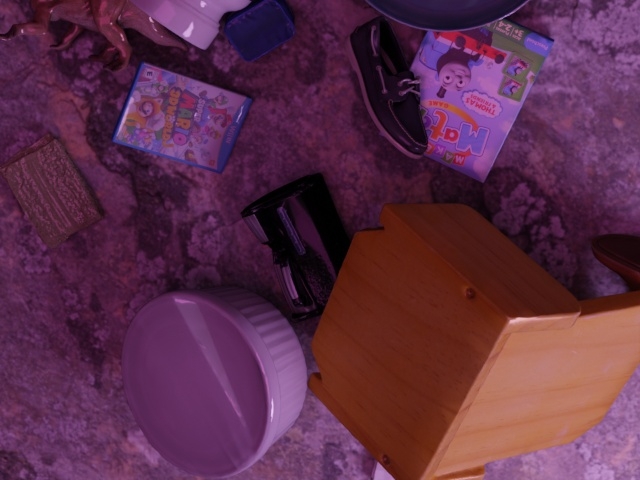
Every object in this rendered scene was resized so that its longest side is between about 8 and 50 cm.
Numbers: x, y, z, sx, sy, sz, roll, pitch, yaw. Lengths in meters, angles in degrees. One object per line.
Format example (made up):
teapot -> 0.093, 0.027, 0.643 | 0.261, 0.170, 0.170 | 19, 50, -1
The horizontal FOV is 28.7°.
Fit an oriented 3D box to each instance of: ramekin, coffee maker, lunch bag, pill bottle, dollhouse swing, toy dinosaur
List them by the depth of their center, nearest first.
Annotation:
pill bottle -> -0.124, -0.396, 1.605 | 0.162, 0.162, 0.278 | 36, 98, -1
dollhouse swing -> 0.222, 0.122, 1.683 | 0.315, 0.305, 0.346 | 44, 135, 27
toy dinosaur -> -0.315, -0.346, 1.694 | 0.296, 0.127, 0.200 | 17, 100, -1
lunch bag -> -0.084, -0.291, 1.695 | 0.098, 0.065, 0.067 | -27, 114, 14
coffee maker -> 0.000, 0.000, 1.741 | 0.171, 0.120, 0.178 | -25, 101, -3
ramekin -> -0.139, 0.187, 1.755 | 0.273, 0.127, 0.272 | 11, 108, 34

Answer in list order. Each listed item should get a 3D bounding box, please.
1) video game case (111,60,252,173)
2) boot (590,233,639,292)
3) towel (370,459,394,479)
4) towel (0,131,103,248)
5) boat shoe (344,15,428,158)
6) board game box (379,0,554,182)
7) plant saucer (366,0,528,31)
video game case -> -0.191, -0.168, 1.729 | 0.166, 0.015, 0.119 | 16, 109, -26
boot -> 0.444, 0.087, 1.705 | 0.197, 0.073, 0.152 | 30, 137, 27
towel -> 0.142, 0.303, 1.837 | 0.113, 0.023, 0.152 | 13, 104, 4
towel -> -0.390, -0.072, 1.822 | 0.110, 0.027, 0.148 | -30, 97, 14
boat shoe -> 0.097, -0.204, 1.642 | 0.065, 0.075, 0.206 | -39, 63, 33
board game box -> 0.195, -0.206, 1.684 | 0.160, 0.039, 0.211 | 25, 108, 2
plant saucer -> 0.167, -0.427, 1.608 | 0.318, 0.044, 0.317 | 1, 96, 11
